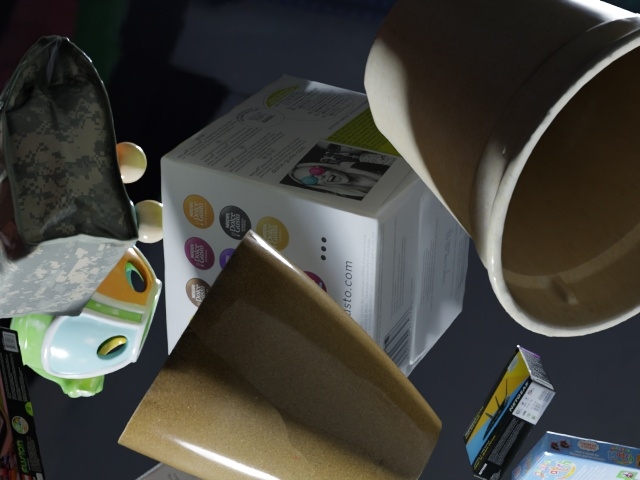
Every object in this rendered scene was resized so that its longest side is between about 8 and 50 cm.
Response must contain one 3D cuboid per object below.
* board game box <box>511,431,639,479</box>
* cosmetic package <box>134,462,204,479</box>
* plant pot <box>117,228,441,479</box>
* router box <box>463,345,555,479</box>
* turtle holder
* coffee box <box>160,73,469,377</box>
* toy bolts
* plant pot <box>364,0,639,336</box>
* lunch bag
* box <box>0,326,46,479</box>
[{"bbox_3d":[0.411,0.350,2.122,0.160,0.211,0.039,113,166,-57],"label":"board game box"},{"bbox_3d":[-0.251,0.440,1.905,0.365,0.197,0.155,-33,-4,-7],"label":"cosmetic package"},{"bbox_3d":[-0.023,0.157,1.349,0.237,0.254,0.237,-57,2,3],"label":"plant pot"},{"bbox_3d":[0.288,0.268,2.186,0.179,0.046,0.133,-61,11,16],"label":"router box"},{"bbox_3d":[-0.384,0.123,2.221,0.243,0.227,0.320,-85,13,-75],"label":"turtle holder"},{"bbox_3d":[0.000,0.000,2.040,0.338,0.334,0.338,-43,-38,-50],"label":"coffee box"},{"bbox_3d":[-0.296,-0.093,1.983,0.218,0.158,0.228,115,144,-50],"label":"toy bolts"},{"bbox_3d":[0.216,-0.126,1.421,0.334,0.305,0.334,-19,-50,-24],"label":"plant pot"},{"bbox_3d":[-0.350,-0.077,1.731,0.235,0.169,0.287,-44,54,52],"label":"lunch bag"},{"bbox_3d":[-0.361,0.210,1.556,0.036,0.114,0.207,18,-139,-43],"label":"box"}]
